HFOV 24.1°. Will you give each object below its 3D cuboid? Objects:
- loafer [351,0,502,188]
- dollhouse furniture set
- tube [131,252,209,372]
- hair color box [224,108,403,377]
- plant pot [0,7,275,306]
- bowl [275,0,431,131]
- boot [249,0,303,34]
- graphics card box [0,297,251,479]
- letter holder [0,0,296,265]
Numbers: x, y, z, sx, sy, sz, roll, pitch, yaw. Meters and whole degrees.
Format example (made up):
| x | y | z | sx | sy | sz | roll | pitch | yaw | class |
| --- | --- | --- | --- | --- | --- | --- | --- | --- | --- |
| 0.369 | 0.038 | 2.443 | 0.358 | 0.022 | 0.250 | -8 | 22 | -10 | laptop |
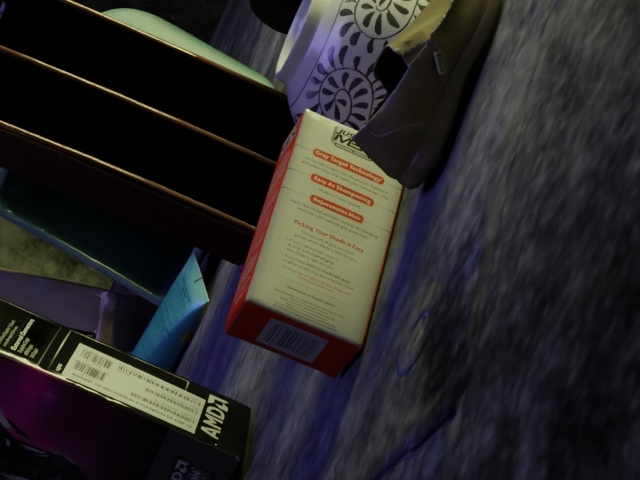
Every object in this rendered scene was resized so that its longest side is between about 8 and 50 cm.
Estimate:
| x | y | z | sx | sy | sz | roll | pitch | yaw | class |
| --- | --- | --- | --- | --- | --- | --- | --- | --- | --- |
| 0.059 | -0.102 | 0.825 | 0.056 | 0.050 | 0.148 | 139 | 152 | -69 | loafer |
| -0.365 | 0.239 | 1.815 | 0.362 | 0.256 | 0.394 | 19 | -99 | -73 | dollhouse furniture set |
| -0.176 | 0.115 | 1.646 | 0.207 | 0.052 | 0.080 | -59 | 38 | 29 | tube |
| 0.000 | 0.000 | 0.857 | 0.043 | 0.072 | 0.141 | 126 | 165 | -54 | hair color box |
| -0.186 | -0.123 | 1.722 | 0.248 | 0.247 | 0.252 | -62 | -3 | 31 | plant pot |
| 0.019 | -0.130 | 1.028 | 0.170 | 0.080 | 0.170 | -158 | 90 | -80 | bowl |
| 0.063 | -0.336 | 1.324 | 0.280 | 0.096 | 0.264 | -61 | 6 | -25 | boot |
| -0.261 | 0.153 | 1.044 | 0.094 | 0.371 | 0.233 | -85 | 20 | -73 | graphics card box |
| -0.165 | -0.108 | 1.319 | 0.214 | 0.302 | 0.152 | 164 | 129 | -78 | letter holder |
